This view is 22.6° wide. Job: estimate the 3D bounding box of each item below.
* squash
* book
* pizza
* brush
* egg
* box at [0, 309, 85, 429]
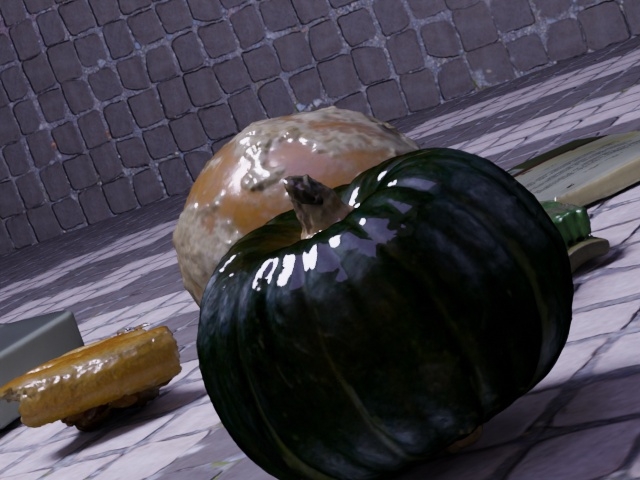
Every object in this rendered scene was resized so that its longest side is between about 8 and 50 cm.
[{"bbox_3d":[0.035,0.042,0.900,0.218,0.172,0.218,-26,-12,-6],"label":"squash"},{"bbox_3d":[0.254,-0.068,1.631,0.201,0.026,0.289,-24,8,-17],"label":"book"},{"bbox_3d":[-0.199,0.126,1.392,0.154,0.069,0.194,-23,1,-11],"label":"pizza"},{"bbox_3d":[0.175,-0.005,1.356,0.054,0.048,0.282,-24,6,-6],"label":"brush"},{"bbox_3d":[0.000,0.000,1.230,0.245,0.203,0.203,-5,17,46],"label":"egg"},{"bbox_3d":[-0.458,0.188,1.600,0.367,0.090,0.373,-17,10,27],"label":"box"}]
